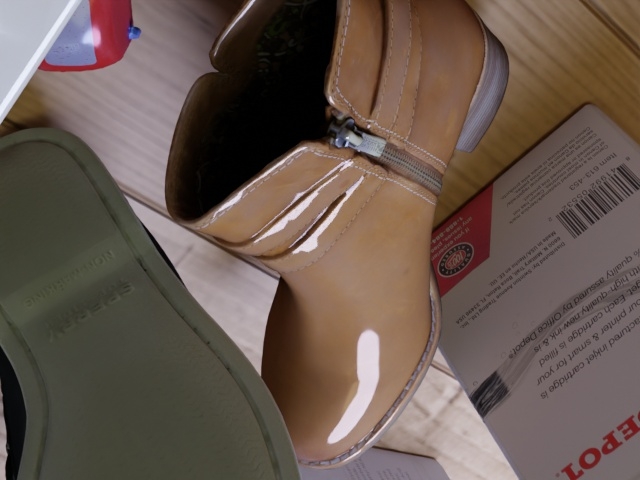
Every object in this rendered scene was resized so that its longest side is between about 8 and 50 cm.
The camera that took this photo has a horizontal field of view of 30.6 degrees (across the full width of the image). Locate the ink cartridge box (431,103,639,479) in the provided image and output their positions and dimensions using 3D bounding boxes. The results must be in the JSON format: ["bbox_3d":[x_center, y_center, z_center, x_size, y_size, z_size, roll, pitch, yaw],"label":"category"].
[{"bbox_3d":[0.172,0.056,0.692,0.172,0.237,0.100,-41,130,10],"label":"ink cartridge box"}]

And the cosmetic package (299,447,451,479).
[{"bbox_3d":[0.008,0.245,0.821,0.184,0.151,0.151,18,116,-33],"label":"cosmetic package"}]

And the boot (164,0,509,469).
[{"bbox_3d":[0.000,0.000,0.584,0.283,0.109,0.220,-63,158,13],"label":"boot"}]

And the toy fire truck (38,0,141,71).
[{"bbox_3d":[-0.061,-0.138,0.512,0.135,0.192,0.047,7,134,6],"label":"toy fire truck"}]

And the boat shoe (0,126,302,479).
[{"bbox_3d":[-0.089,0.095,0.555,0.127,0.340,0.113,-31,145,-9],"label":"boat shoe"}]

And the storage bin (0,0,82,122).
[{"bbox_3d":[-0.218,-0.149,0.356,0.260,0.262,0.123,24,115,-35],"label":"storage bin"}]
